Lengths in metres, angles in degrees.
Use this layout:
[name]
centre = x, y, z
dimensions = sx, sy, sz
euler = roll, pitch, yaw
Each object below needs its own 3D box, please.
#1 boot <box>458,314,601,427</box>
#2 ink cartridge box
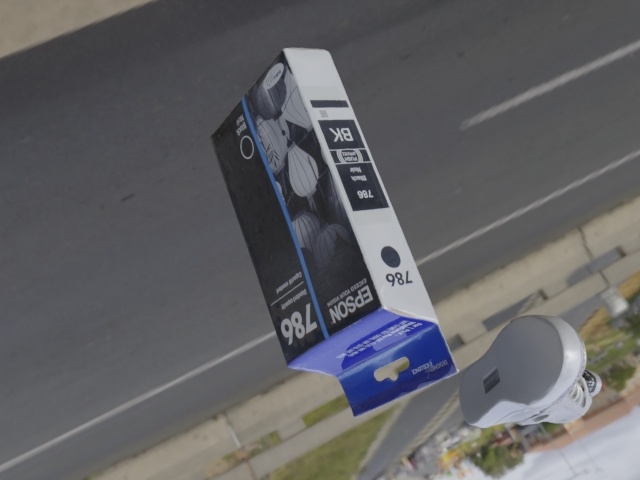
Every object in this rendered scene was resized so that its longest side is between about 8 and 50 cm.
[boot]
centre = 0.251, 0.145, 0.875
dimensions = 0.123, 0.095, 0.258
euler = 1, 158, -12
[ink cartridge box]
centre = 0.000, 0.000, 0.772
dimensions = 0.065, 0.332, 0.165
euler = -9, 160, -39
